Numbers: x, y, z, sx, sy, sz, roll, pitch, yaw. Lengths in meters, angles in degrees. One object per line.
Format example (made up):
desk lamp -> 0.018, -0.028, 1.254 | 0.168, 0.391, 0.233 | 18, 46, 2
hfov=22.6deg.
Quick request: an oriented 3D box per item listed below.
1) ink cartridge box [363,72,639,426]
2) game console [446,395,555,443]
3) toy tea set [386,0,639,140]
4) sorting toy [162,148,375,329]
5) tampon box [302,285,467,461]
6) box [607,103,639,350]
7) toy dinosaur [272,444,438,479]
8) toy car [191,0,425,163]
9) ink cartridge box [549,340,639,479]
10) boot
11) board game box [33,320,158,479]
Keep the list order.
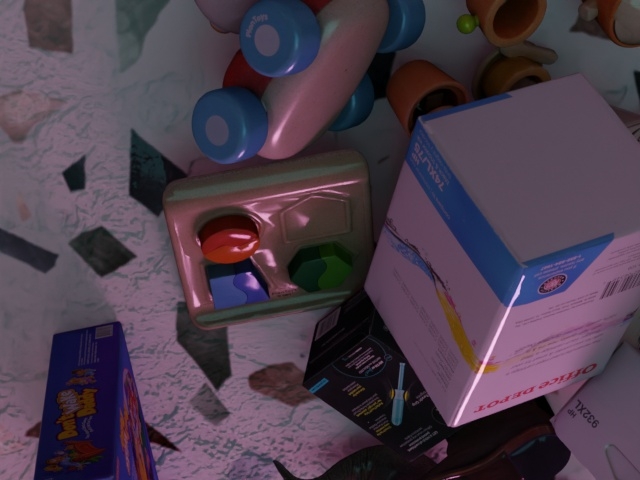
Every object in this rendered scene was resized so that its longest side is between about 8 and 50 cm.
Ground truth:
ink cartridge box -> 0.193, 0.013, 1.584 | 0.198, 0.197, 0.270 | -17, 147, -25
game console -> 0.206, 0.214, 1.856 | 0.107, 0.071, 0.122 | -17, 115, 32
toy tea set -> 0.226, -0.197, 1.605 | 0.336, 0.124, 0.200 | -48, 138, 13
sorting toy -> 0.000, 0.000, 1.687 | 0.307, 0.041, 0.229 | -10, 141, -3
tampon box -> 0.083, 0.139, 1.745 | 0.161, 0.101, 0.120 | 37, 128, -19
box -> 0.292, -0.003, 1.719 | 0.094, 0.113, 0.275 | -18, 115, -24
toy dinosaur -> 0.094, 0.300, 1.836 | 0.313, 0.121, 0.160 | 32, 98, -4
toy car -> -0.064, -0.224, 1.589 | 0.238, 0.219, 0.210 | 46, 126, 19
ink cartridge box -> 0.425, 0.258, 1.725 | 0.307, 0.223, 0.129 | 27, 107, -45
boot -> 0.163, 0.245, 1.769 | 0.219, 0.106, 0.082 | -24, 120, 5
board game box -> -0.220, 0.262, 1.644 | 0.078, 0.347, 0.233 | -11, 111, -2
